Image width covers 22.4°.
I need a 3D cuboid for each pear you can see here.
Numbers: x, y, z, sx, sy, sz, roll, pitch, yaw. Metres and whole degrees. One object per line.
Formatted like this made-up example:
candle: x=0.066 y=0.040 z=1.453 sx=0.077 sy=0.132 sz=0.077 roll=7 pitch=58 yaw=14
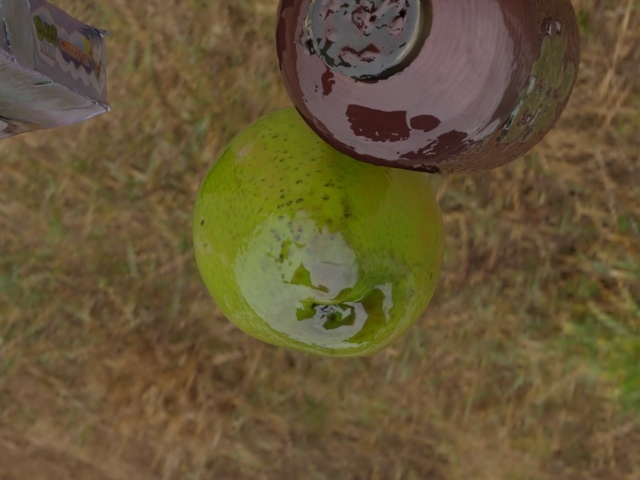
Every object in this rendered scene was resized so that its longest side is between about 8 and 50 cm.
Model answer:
pear: x=0.000 y=0.000 z=1.146 sx=0.188 sy=0.219 sz=0.187 roll=-3 pitch=107 yaw=-11

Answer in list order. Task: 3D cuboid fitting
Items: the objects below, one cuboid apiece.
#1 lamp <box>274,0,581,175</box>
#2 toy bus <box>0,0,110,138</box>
lamp: x=0.076 y=-0.131 z=1.027 sx=0.180 sy=0.258 sz=0.180 roll=1 pitch=92 yaw=23
toy bus: x=-0.279 y=-0.160 z=1.352 sx=0.138 sy=0.317 sz=0.112 roll=-5 pitch=86 yaw=10
